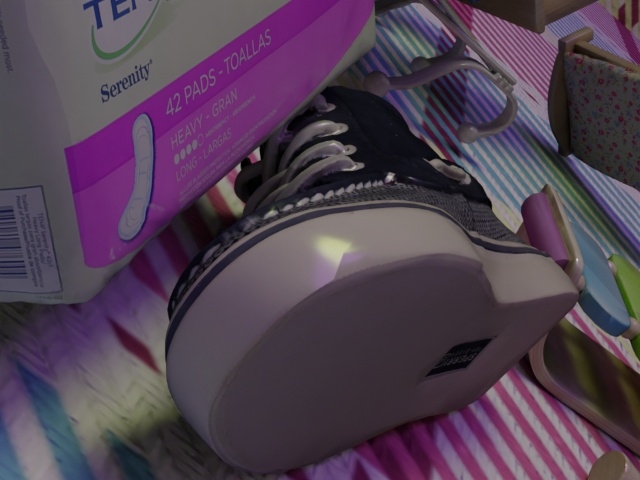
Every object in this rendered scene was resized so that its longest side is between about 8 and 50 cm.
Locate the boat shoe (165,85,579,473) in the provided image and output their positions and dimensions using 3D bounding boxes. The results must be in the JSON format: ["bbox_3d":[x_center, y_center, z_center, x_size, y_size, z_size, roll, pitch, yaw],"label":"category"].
[{"bbox_3d":[0.000,0.000,0.562,0.158,0.127,0.340,48,13,19],"label":"boat shoe"}]

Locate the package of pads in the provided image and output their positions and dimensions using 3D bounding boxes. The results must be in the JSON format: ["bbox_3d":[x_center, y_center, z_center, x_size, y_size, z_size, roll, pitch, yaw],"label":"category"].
[{"bbox_3d":[-0.070,-0.142,0.466,0.101,0.229,0.296,5,28,22],"label":"package of pads"}]

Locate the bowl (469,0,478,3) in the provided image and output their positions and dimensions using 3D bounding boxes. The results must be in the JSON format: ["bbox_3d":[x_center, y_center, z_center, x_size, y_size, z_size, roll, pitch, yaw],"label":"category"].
[{"bbox_3d":[0.035,-0.356,0.922,0.391,0.077,0.391,53,10,-13],"label":"bowl"}]

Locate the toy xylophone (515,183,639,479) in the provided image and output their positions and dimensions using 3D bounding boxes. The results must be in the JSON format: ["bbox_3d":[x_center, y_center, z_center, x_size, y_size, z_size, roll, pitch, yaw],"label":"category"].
[{"bbox_3d":[0.246,0.111,0.818,0.322,0.081,0.236,32,24,-25],"label":"toy xylophone"}]

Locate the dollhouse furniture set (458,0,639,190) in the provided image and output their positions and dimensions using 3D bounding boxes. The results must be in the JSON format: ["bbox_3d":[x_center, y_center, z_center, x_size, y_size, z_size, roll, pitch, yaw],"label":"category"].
[{"bbox_3d":[0.228,-0.133,1.216,0.173,0.356,0.303,-27,39,-24],"label":"dollhouse furniture set"}]

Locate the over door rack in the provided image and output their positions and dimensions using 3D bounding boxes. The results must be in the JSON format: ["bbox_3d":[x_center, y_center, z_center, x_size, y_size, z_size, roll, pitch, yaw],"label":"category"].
[{"bbox_3d":[0.022,-0.239,1.016,0.324,0.108,0.239,47,11,-44],"label":"over door rack"}]
